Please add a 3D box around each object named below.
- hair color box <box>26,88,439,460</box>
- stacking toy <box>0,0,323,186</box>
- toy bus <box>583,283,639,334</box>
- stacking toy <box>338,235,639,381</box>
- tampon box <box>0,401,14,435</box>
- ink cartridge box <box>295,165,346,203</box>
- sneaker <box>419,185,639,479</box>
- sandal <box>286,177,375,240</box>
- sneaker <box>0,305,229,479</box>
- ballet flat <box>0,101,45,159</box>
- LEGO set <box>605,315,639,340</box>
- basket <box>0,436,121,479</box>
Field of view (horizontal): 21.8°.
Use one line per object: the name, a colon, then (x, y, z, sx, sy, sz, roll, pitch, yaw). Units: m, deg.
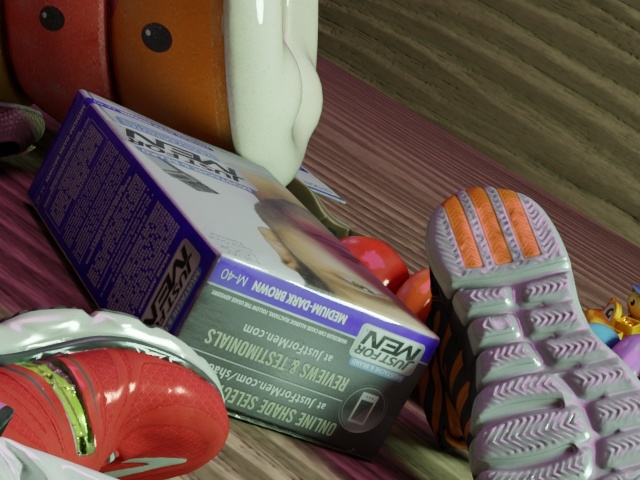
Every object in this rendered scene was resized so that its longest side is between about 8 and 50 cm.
hair color box: (-0.076, 0.015, 1.208, 0.185, 0.110, 0.339, 22, 14, -31)
stacking toy: (-0.243, -0.215, 1.491, 0.480, 0.351, 0.350, 1, 9, 6)
toy bus: (0.360, 0.093, 1.617, 0.220, 0.211, 0.149, 26, 12, -1)
stacking toy: (0.135, 0.087, 1.336, 0.330, 0.141, 0.141, 28, 10, 23)
tampon box: (-0.178, 0.096, 0.438, 0.120, 0.161, 0.101, 28, 11, 0)
ink cartridge box: (-0.137, -0.114, 1.762, 0.175, 0.069, 0.371, 19, 12, -37)
sneaker: (0.145, 0.132, 1.144, 0.124, 0.180, 0.321, -6, 52, -5)
sandal: (0.000, 0.000, 1.569, 0.180, 0.072, 0.049, 33, -3, 21)
sneaker: (-0.140, 0.101, 0.752, 0.279, 0.107, 0.118, 9, 39, -50)
ballet flat: (-0.282, -0.080, 1.303, 0.084, 0.058, 0.250, -7, 0, 10)
LEGO set: (0.261, 0.134, 1.489, 0.087, 0.093, 0.227, 24, 26, 35)
basket: (-0.062, 0.158, 0.585, 0.167, 0.103, 0.113, 24, 11, -22)
